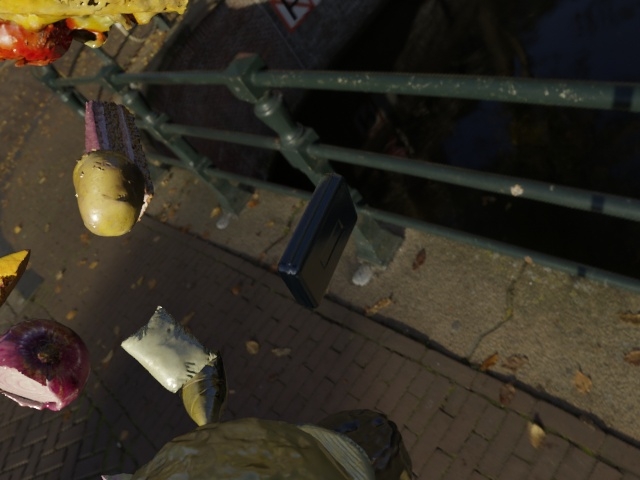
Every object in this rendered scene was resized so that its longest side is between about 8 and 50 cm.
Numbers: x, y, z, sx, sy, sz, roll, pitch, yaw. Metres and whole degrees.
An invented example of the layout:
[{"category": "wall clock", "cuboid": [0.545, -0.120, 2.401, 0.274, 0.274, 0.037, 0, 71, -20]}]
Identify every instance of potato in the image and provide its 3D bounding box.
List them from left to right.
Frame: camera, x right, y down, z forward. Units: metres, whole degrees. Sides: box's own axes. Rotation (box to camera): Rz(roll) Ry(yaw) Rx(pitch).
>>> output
[{"category": "potato", "cuboid": [-0.395, -0.094, 1.099, 0.137, 0.137, 0.175, -28, 72, 15]}]

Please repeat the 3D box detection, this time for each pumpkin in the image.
[{"category": "pumpkin", "cuboid": [-1.004, 0.119, 1.733, 0.278, 0.163, 0.111, -64, 9, -20]}]

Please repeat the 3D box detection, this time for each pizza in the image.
[{"category": "pizza", "cuboid": [-0.421, -0.282, 0.740, 0.440, 0.130, 0.406, -9, 13, -28]}]

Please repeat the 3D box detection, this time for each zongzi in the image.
[{"category": "zongzi", "cuboid": [-0.327, 0.501, 1.684, 0.145, 0.273, 0.300, -9, 42, -12]}]

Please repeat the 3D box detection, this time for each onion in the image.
[{"category": "onion", "cuboid": [-0.617, 0.266, 1.300, 0.208, 0.200, 0.200, 16, 62, 8]}]

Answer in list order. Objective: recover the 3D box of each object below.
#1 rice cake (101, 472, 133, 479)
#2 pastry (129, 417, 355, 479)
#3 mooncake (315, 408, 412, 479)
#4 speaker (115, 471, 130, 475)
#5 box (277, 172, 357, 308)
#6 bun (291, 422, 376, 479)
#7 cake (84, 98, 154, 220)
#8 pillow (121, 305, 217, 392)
[{"category": "rice cake", "cuboid": [-0.418, 0.605, 1.224, 0.051, 0.081, 0.290, -61, 30, 14]}, {"category": "pastry", "cuboid": [-0.084, 0.411, 0.674, 0.313, 0.388, 0.388, 17, 67, 45]}, {"category": "mooncake", "cuboid": [0.090, 0.576, 1.550, 0.291, 0.161, 0.290, -14, 21, 6]}, {"category": "speaker", "cuboid": [-0.403, 0.733, 1.736, 0.184, 0.388, 0.180, 28, 108, 34]}, {"category": "box", "cuboid": [0.000, 0.000, 1.111, 0.050, 0.160, 0.230, 13, 63, 24]}, {"category": "bun", "cuboid": [-0.020, 0.539, 1.288, 0.287, 0.287, 0.146, 34, 123, 47]}, {"category": "cake", "cuboid": [-0.439, -0.178, 1.269, 0.113, 0.116, 0.295, -25, 70, 37]}, {"category": "pillow", "cuboid": [-0.346, 0.253, 1.338, 0.181, 0.077, 0.134, 39, 49, 8]}]
